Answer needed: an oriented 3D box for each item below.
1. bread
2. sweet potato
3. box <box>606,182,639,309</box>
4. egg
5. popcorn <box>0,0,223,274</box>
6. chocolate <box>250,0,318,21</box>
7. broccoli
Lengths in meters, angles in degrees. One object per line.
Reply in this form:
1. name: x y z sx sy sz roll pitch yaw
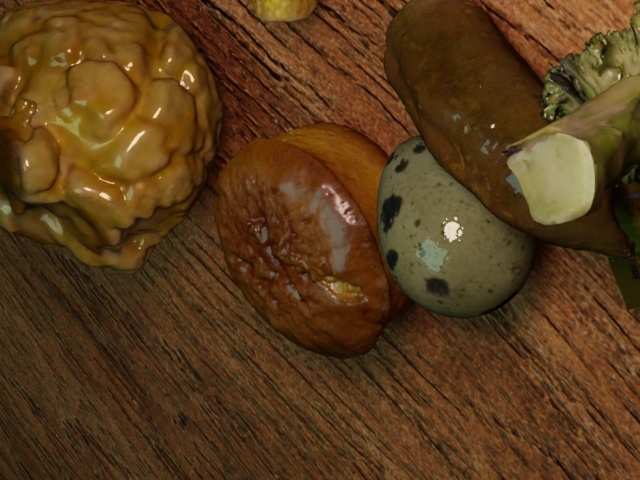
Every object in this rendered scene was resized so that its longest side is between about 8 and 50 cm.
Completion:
1. bread: 0.002 -0.002 2.176 0.312 0.172 0.312 33 139 34
2. sweet potato: 0.202 -0.111 1.850 0.369 0.158 0.158 54 144 33
3. box: 0.348 -0.023 1.862 0.121 0.030 0.193 -14 100 53
4. egg: 0.150 -0.020 1.980 0.228 0.177 0.177 63 145 18
5. popcorn: -0.298 -0.152 2.319 0.390 0.354 0.344 -96 -14 -49
6. chocolate: -0.060 -0.463 1.970 0.162 0.162 0.445 29 133 37
7. broccoli: 0.309 -0.114 1.595 0.252 0.361 0.221 0 110 14
